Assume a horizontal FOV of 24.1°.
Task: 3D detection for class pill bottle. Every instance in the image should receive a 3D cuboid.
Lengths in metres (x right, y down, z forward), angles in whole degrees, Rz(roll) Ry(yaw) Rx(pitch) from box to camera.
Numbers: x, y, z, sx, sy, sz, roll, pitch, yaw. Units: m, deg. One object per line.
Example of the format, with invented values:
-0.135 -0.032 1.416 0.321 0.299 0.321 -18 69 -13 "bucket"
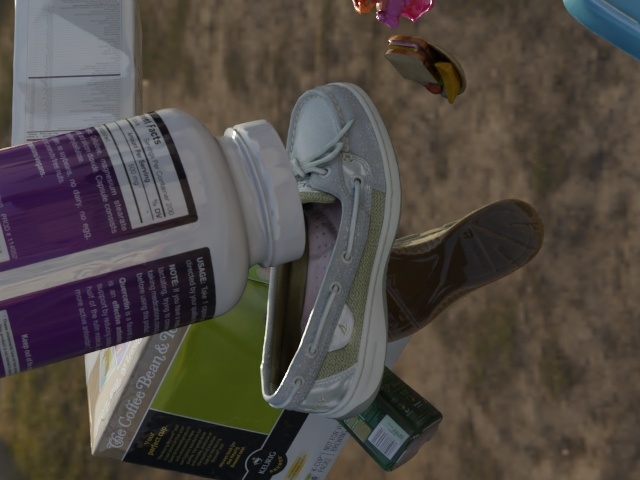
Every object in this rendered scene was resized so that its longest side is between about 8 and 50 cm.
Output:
-0.184 -0.002 1.235 0.181 0.323 0.181 165 90 -76 "pill bottle"

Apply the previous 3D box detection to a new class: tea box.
-0.101 0.125 1.948 0.329 0.323 0.220 -61 27 29 "tea box"

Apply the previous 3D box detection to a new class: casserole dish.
0.298 -0.211 1.296 0.188 0.114 0.037 35 171 16 "casserole dish"

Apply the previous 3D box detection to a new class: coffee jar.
0.045 0.174 1.722 0.184 0.096 0.079 42 118 16 "coffee jar"

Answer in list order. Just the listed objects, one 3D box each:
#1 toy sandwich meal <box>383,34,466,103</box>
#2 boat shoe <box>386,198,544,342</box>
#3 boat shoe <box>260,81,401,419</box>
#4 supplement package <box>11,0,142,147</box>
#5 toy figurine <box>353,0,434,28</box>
0.096 -0.156 1.380 0.029 0.085 0.085 -54 21 -20 "toy sandwich meal"
0.119 0.041 1.670 0.089 0.285 0.104 -8 -104 -78 "boat shoe"
-0.002 0.002 1.382 0.118 0.103 0.320 -9 73 47 "boat shoe"
-0.272 -0.162 1.693 0.134 0.139 0.244 93 174 -64 "supplement package"
0.077 -0.334 1.915 0.130 0.159 0.173 -14 43 55 "toy figurine"
